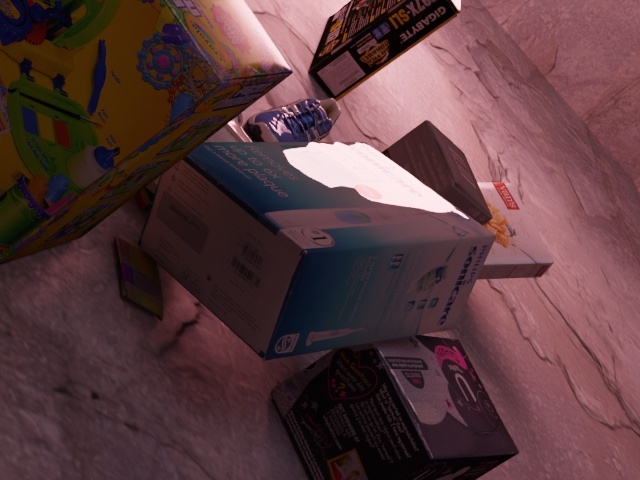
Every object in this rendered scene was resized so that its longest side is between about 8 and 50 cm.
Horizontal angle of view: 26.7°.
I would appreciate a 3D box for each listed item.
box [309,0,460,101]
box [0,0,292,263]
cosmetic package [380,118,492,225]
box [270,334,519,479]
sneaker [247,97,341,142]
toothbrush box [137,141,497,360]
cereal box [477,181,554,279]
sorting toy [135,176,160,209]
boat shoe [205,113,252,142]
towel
[{"bbox_3d":[0.117,-0.384,2.298,0.079,0.257,0.322,49,21,-15],"label":"box"},{"bbox_3d":[-0.234,-0.180,1.174,0.290,0.279,0.177,56,21,3],"label":"box"},{"bbox_3d":[0.083,-0.025,1.697,0.107,0.238,0.127,38,23,-44],"label":"cosmetic package"},{"bbox_3d":[0.088,0.200,1.489,0.247,0.142,0.163,15,44,-60],"label":"box"},{"bbox_3d":[-0.036,-0.163,1.868,0.080,0.081,0.211,56,22,-2],"label":"sneaker"},{"bbox_3d":[0.000,0.000,1.389,0.295,0.126,0.216,-3,33,-46],"label":"toothbrush box"},{"bbox_3d":[0.240,-0.018,2.154,0.240,0.047,0.173,-2,53,-33],"label":"cereal box"},{"bbox_3d":[-0.169,-0.069,1.475,0.274,0.046,0.132,41,25,-35],"label":"sorting toy"},{"bbox_3d":[-0.134,-0.170,1.543,0.277,0.096,0.098,45,0,15],"label":"boat shoe"},{"bbox_3d":[-0.180,0.037,1.341,0.060,0.009,0.083,35,29,-43],"label":"towel"}]
